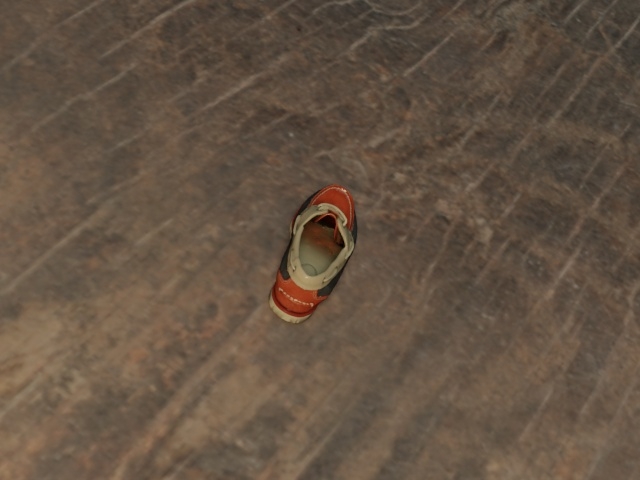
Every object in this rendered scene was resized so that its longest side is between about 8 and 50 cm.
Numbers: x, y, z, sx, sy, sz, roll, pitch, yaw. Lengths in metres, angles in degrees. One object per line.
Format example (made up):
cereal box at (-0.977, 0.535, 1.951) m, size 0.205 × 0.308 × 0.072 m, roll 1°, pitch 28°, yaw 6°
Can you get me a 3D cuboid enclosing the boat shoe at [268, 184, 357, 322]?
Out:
boat shoe at (0.000, 0.000, 0.937) m, size 0.049 × 0.043 × 0.137 m, roll 25°, pitch 39°, yaw -1°
